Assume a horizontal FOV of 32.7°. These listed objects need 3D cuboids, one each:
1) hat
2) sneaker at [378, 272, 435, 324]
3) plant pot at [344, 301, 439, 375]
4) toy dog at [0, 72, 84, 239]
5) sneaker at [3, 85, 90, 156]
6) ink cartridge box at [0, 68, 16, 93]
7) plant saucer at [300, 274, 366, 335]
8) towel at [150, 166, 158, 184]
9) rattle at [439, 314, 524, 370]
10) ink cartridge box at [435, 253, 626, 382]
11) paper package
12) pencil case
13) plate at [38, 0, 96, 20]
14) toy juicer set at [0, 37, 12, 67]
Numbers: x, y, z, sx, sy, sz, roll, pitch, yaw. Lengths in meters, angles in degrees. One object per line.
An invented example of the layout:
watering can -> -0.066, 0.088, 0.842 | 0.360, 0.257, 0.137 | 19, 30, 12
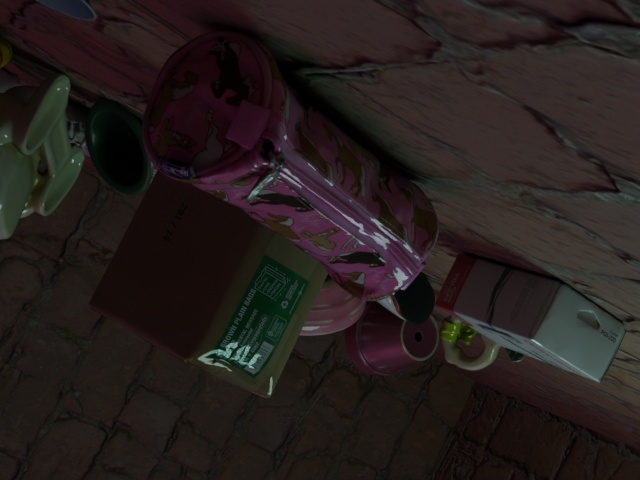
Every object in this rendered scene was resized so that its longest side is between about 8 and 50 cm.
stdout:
hat -> -0.311, -0.189, 2.016 | 0.173, 0.183, 0.208 | 35, 134, 22
sneaker -> 0.098, 0.061, 2.047 | 0.145, 0.090, 0.270 | 24, 171, 47
plant pot -> 0.192, 0.238, 2.740 | 0.201, 0.201, 0.180 | 31, 157, -31
toy dog -> -0.684, -0.164, 1.955 | 0.408, 0.395, 0.284 | 20, 156, 10
sneaker -> -0.482, -0.224, 2.177 | 0.169, 0.108, 0.292 | 20, 180, 43
ink cartridge box -> -0.753, -0.359, 2.229 | 0.154, 0.093, 0.212 | 26, 172, 24
plant saucer -> -0.064, 0.058, 2.134 | 0.332, 0.084, 0.332 | 12, -151, -7
towel -> -0.329, -0.124, 2.436 | 0.144, 0.029, 0.197 | 22, 156, 34
rattle -> 0.346, 0.190, 2.144 | 0.199, 0.130, 0.143 | -12, 160, 38
ink cartridge box -> 0.292, 0.106, 1.530 | 0.158, 0.092, 0.218 | 31, 172, -31
paper package -> -0.138, 0.016, 1.566 | 0.168, 0.325, 0.309 | 32, 172, -38
pencil case -> -0.016, -0.065, 1.147 | 0.160, 0.167, 0.386 | -13, 153, 27
plate -> -0.318, -0.293, 1.160 | 0.188, 0.024, 0.188 | 27, 175, 3
toy juicer set -> -0.624, -0.356, 1.825 | 0.209, 0.089, 0.329 | 7, -162, -29
